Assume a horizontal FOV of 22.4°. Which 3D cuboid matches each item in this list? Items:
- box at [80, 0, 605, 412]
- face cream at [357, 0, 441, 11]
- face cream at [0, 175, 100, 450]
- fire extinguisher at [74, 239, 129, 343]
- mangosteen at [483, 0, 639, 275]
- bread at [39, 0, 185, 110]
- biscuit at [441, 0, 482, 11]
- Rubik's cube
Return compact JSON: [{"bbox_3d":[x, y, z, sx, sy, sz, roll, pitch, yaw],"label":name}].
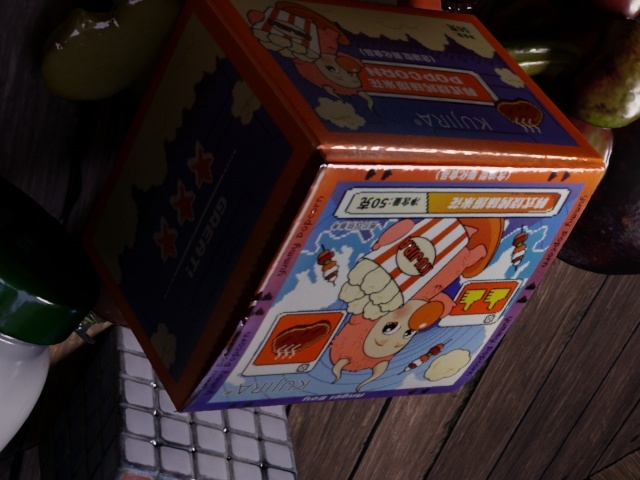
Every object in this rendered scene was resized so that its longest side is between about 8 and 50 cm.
[{"bbox_3d":[0.016,-0.031,1.518,0.349,0.257,0.318,1,132,-39],"label":"box"},{"bbox_3d":[0.025,-0.237,1.626,0.214,0.096,0.096,-4,137,-52],"label":"face cream"},{"bbox_3d":[-0.390,0.116,1.485,0.357,0.219,0.312,-48,154,14],"label":"face cream"},{"bbox_3d":[-0.166,-0.010,1.714,0.337,0.114,0.135,-47,162,14],"label":"fire extinguisher"},{"bbox_3d":[0.355,-0.168,1.951,0.435,0.382,0.382,37,105,-26],"label":"mangosteen"},{"bbox_3d":[-0.184,-0.177,1.485,0.149,0.065,0.187,-29,156,1],"label":"bread"},{"bbox_3d":[0.179,-0.327,1.739,0.194,0.053,0.194,-32,154,-18],"label":"biscuit"},{"bbox_3d":[-0.185,0.279,1.934,0.238,0.237,0.237,17,123,-25],"label":"Rubik's cube"}]
